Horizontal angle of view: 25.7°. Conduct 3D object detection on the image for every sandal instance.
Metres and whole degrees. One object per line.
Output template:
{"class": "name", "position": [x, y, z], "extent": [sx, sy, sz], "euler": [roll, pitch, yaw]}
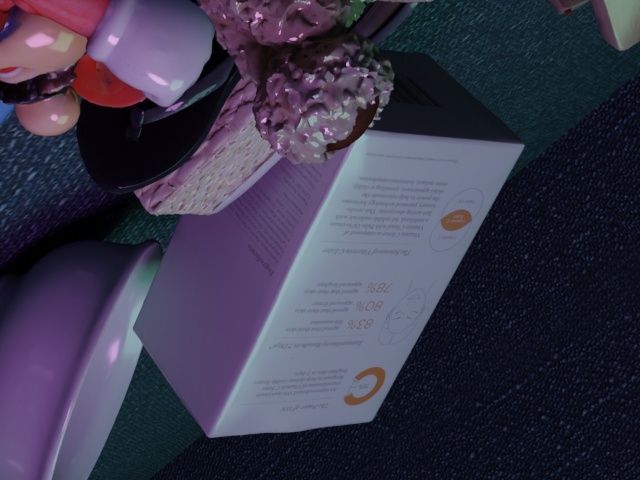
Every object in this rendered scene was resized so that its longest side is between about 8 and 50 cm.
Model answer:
{"class": "sandal", "position": [-0.093, -0.145, 1.058], "extent": [0.254, 0.097, 0.054], "euler": [-47, 171, 1]}

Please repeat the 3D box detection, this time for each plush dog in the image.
{"class": "plush dog", "position": [-0.015, -0.214, 0.848], "extent": [0.262, 0.210, 0.225], "euler": [-55, 163, -29]}

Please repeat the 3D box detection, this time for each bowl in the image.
{"class": "bowl", "position": [-0.269, 0.119, 1.383], "extent": [0.298, 0.134, 0.298], "euler": [20, 90, -87]}

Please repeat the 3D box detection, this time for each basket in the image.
{"class": "basket", "position": [-0.091, -0.108, 1.162], "extent": [0.167, 0.113, 0.103], "euler": [-41, 165, 27]}

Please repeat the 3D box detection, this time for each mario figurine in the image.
{"class": "mario figurine", "position": [-0.186, -0.093, 0.700], "extent": [0.320, 0.198, 0.170], "euler": [-17, 146, -50]}

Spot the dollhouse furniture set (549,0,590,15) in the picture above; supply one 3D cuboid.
{"class": "dollhouse furniture set", "position": [0.281, -0.328, 1.331], "extent": [0.184, 0.129, 0.129], "euler": [-31, 169, -26]}

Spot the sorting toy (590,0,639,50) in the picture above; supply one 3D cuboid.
{"class": "sorting toy", "position": [0.287, -0.333, 1.135], "extent": [0.255, 0.089, 0.257], "euler": [-36, 133, -6]}

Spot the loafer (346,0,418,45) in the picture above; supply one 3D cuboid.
{"class": "loafer", "position": [0.073, -0.259, 1.168], "extent": [0.267, 0.084, 0.096], "euler": [-43, -161, 53]}

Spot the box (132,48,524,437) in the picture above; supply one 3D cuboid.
{"class": "box", "position": [0.000, 0.000, 1.336], "extent": [0.215, 0.168, 0.345], "euler": [1, 125, -41]}

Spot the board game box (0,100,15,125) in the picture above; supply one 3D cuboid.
{"class": "board game box", "position": [-0.313, -0.036, 0.949], "extent": [0.211, 0.039, 0.160], "euler": [-42, 169, 35]}
